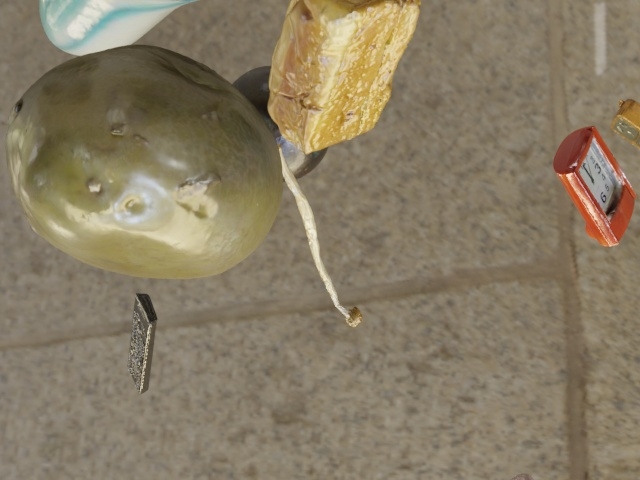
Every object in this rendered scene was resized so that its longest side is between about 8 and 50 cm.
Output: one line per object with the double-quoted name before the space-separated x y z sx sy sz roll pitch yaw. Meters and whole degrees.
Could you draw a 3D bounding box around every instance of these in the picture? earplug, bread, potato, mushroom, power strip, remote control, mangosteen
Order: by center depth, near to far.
"potato" -0.116 -0.049 0.750 0.177 0.235 0.160 -12 94 1
"mushroom" -0.006 0.001 1.290 0.028 0.286 0.026 -16 39 12
"earplug" -0.249 -0.307 1.368 0.324 0.185 0.185 -25 61 54
"power strip" 0.424 -0.107 1.372 0.178 0.049 0.028 37 75 11
"bread" 0.023 -0.259 1.581 0.294 0.166 0.132 107 145 -51
"remote control" -0.281 0.166 1.803 0.245 0.025 0.063 110 142 -55
"mangosteen" -0.096 -0.203 2.056 0.242 0.243 0.243 -10 72 31

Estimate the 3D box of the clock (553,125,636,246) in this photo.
"clock" 0.409 -0.082 1.727 0.061 0.155 0.113 -11 36 42

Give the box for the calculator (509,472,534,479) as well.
"calculator" 0.236 0.309 1.219 0.032 0.175 0.100 -24 60 5
